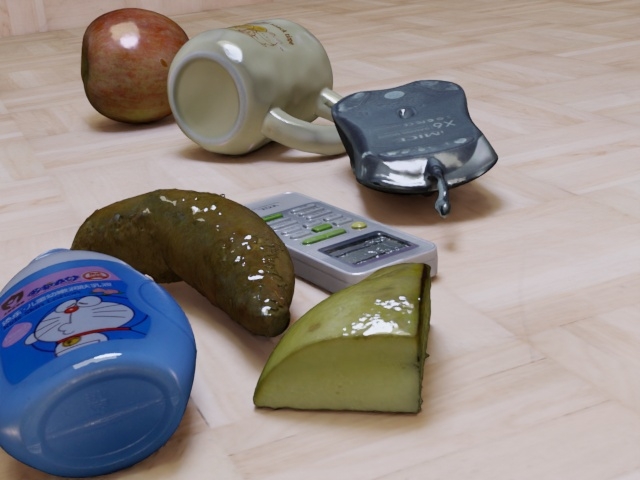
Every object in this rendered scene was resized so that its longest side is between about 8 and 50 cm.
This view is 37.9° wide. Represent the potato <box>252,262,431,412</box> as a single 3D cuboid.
[{"bbox_3d":[0.020,0.057,0.683,0.120,0.081,0.149,1,21,10],"label":"potato"}]

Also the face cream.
[{"bbox_3d":[-0.176,0.071,0.686,0.149,0.083,0.264,-16,22,-17],"label":"face cream"}]

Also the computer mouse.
[{"bbox_3d":[0.107,-0.091,1.058,0.167,0.090,0.379,-10,27,2],"label":"computer mouse"}]

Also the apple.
[{"bbox_3d":[-0.298,-0.283,1.519,0.174,0.188,0.188,0,18,-20],"label":"apple"}]

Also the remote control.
[{"bbox_3d":[0.000,0.000,0.907,0.103,0.034,0.250,-17,24,-30],"label":"remote control"}]

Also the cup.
[{"bbox_3d":[-0.075,-0.187,1.313,0.173,0.255,0.202,-43,-7,36],"label":"cup"}]

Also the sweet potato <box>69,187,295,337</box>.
[{"bbox_3d":[-0.112,0.011,0.819,0.310,0.098,0.124,15,49,39],"label":"sweet potato"}]
